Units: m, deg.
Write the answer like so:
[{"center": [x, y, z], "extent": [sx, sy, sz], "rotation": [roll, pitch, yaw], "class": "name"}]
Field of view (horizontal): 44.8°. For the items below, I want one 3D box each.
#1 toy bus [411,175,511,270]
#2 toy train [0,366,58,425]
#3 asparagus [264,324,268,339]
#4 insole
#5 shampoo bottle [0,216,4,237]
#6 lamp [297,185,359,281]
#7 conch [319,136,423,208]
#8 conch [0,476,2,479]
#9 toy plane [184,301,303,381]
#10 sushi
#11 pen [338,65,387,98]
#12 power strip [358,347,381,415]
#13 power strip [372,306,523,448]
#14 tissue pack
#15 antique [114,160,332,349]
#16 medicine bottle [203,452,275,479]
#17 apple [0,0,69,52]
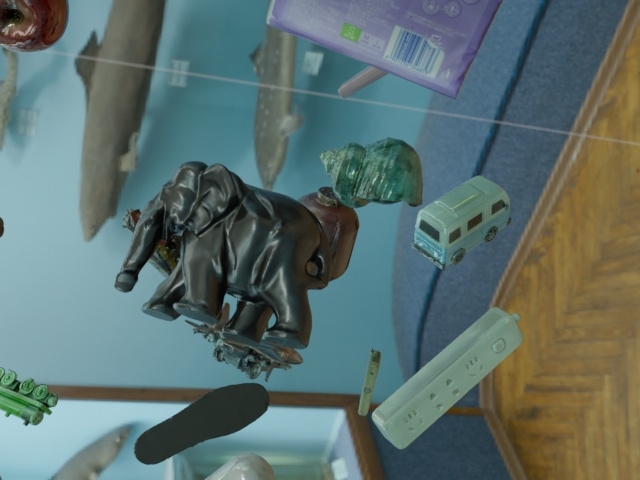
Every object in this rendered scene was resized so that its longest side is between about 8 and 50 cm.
[{"center": [0.384, -0.063, 2.078], "extent": [0.133, 0.271, 0.165], "rotation": [40, 149, 36], "class": "toy bus"}, {"center": [-0.836, 0.433, 2.138], "extent": [0.119, 0.251, 0.085], "rotation": [-60, -33, -28], "class": "toy train"}, {"center": [-0.149, 0.260, 2.130], "extent": [0.166, 0.016, 0.013], "rotation": [-92, 8, -67], "class": "asparagus"}, {"center": [-0.268, 0.413, 1.770], "extent": [0.111, 0.328, 0.007], "rotation": [67, 164, -1], "class": "insole"}, {"center": [-0.804, -0.024, 1.659], "extent": [0.087, 0.234, 0.049], "rotation": [-108, 17, -81], "class": "shampoo bottle"}, {"center": [0.000, 0.000, 1.850], "extent": [0.180, 0.180, 0.258], "rotation": [-114, 33, -58], "class": "lamp"}, {"center": [0.098, -0.129, 1.491], "extent": [0.196, 0.202, 0.134], "rotation": [-16, -77, -72], "class": "conch"}, {"center": [-0.650, 0.425, 1.402], "extent": [0.153, 0.135, 0.102], "rotation": [76, 176, -57], "class": "conch"}, {"center": [-0.122, 0.220, 1.526], "extent": [0.223, 0.326, 0.104], "rotation": [21, 77, 34], "class": "toy plane"}, {"center": [-0.269, 0.019, 1.425], "extent": [0.226, 0.103, 0.097], "rotation": [54, 159, -16], "class": "sushi"}, {"center": [0.119, -0.335, 1.502], "extent": [0.197, 0.032, 0.053], "rotation": [-27, 19, 34], "class": "pen"}, {"center": [0.121, 0.341, 1.896], "extent": [0.076, 0.028, 0.169], "rotation": [-68, -11, -67], "class": "power strip"}, {"center": [0.277, 0.277, 1.621], "extent": [0.091, 0.385, 0.062], "rotation": [57, 168, -27], "class": "power strip"}, {"center": [0.106, -0.403, 1.206], "extent": [0.160, 0.338, 0.242], "rotation": [-68, 1, -53], "class": "tissue pack"}, {"center": [-0.141, 0.020, 1.241], "extent": [0.185, 0.322, 0.255], "rotation": [111, 174, -74], "class": "antique"}, {"center": [-0.248, 0.620, 1.788], "extent": [0.341, 0.130, 0.130], "rotation": [-40, 30, 10], "class": "medicine bottle"}, {"center": [-0.565, -0.450, 1.482], "extent": [0.168, 0.181, 0.181], "rotation": [-79, 4, -59], "class": "apple"}]
